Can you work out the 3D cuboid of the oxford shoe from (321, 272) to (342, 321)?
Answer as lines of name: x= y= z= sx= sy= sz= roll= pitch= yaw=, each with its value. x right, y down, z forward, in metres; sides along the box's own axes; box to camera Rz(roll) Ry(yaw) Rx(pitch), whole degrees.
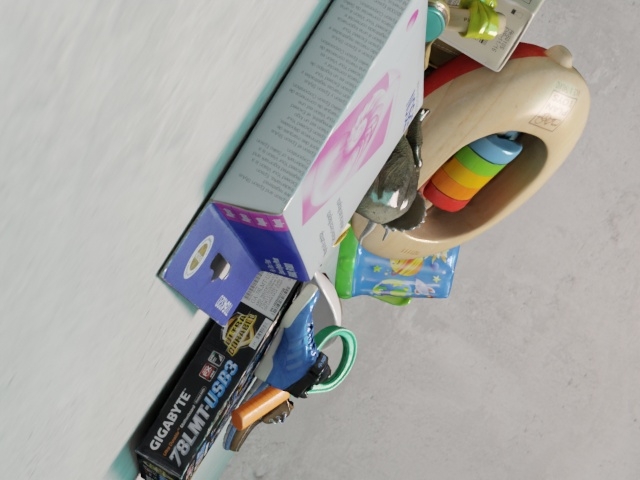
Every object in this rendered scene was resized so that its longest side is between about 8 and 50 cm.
oxford shoe: x=-0.001 y=0.126 z=2.142 sx=0.348 sy=0.123 sz=0.130 roll=-44 pitch=159 yaw=-78

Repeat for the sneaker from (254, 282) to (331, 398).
sneaker: x=-0.015 y=0.128 z=1.291 sx=0.152 sy=0.085 sz=0.058 roll=-62 pitch=175 yaw=24

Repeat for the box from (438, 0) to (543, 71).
box: x=0.266 y=-0.395 z=1.472 sx=0.311 sy=0.148 sz=0.121 roll=-54 pitch=174 yaw=-35

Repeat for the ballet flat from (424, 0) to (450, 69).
ballet flat: x=0.092 y=-0.241 z=1.154 sx=0.232 sy=0.080 sz=0.073 roll=111 pitch=-18 yaw=-79

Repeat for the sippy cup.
sippy cup: x=0.159 y=0.015 z=2.076 sx=0.305 sy=0.224 sz=0.240 roll=8 pitch=92 yaw=-83

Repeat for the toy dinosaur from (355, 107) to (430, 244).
toy dinosaur: x=0.076 y=-0.083 z=1.292 sx=0.313 sy=0.121 sz=0.160 roll=7 pitch=78 yaw=-78

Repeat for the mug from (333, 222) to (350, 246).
mug: x=0.009 y=-0.015 z=1.622 sx=0.064 sy=0.078 sz=0.062 roll=-51 pitch=-160 yaw=5

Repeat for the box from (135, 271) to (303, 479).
box: x=-0.129 y=0.179 z=1.357 sx=0.293 sy=0.073 sz=0.295 roll=-57 pitch=176 yaw=-19

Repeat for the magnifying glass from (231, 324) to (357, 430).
magnifying glass: x=-0.030 y=0.187 z=1.419 sx=0.231 sy=0.026 sz=0.092 roll=-28 pitch=126 yaw=-40

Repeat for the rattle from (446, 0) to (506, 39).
rattle: x=0.159 y=-0.316 z=1.295 sx=0.199 sy=0.130 sz=0.142 roll=-85 pitch=166 yaw=-73

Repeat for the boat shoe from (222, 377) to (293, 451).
boat shoe: x=-0.069 y=0.221 z=1.462 sx=0.183 sy=0.066 sz=0.066 roll=-58 pitch=178 yaw=2

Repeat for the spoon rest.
spoon rest: x=-0.018 y=0.040 z=1.476 sx=0.084 sy=0.137 sz=0.276 roll=-30 pitch=140 yaw=-45

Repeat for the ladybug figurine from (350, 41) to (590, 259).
ladybug figurine: x=0.212 y=-0.146 z=1.607 sx=0.449 sy=0.305 sz=0.161 roll=-44 pitch=-131 yaw=33

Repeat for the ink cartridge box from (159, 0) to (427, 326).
ink cartridge box: x=-0.006 y=-0.063 z=0.994 sx=0.330 sy=0.071 sz=0.324 roll=-59 pitch=171 yaw=-8

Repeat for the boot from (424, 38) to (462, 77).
boot: x=0.163 y=-0.245 z=1.685 sx=0.203 sy=0.095 sz=0.262 roll=-58 pitch=179 yaw=6
